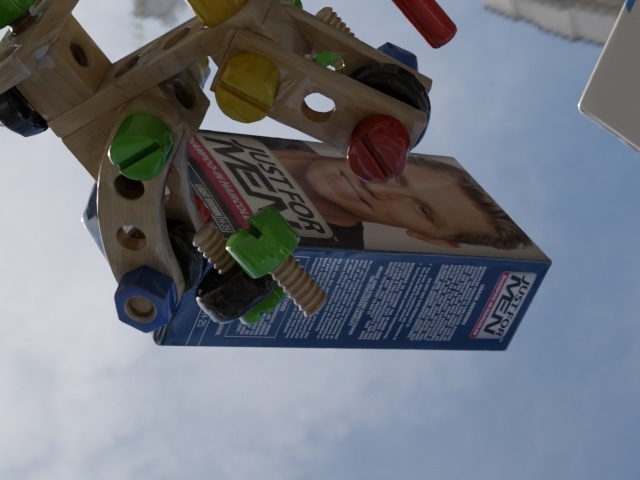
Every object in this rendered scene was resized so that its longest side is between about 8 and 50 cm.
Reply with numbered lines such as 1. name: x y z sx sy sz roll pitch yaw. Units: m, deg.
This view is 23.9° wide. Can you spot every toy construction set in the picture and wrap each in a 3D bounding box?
1. toy construction set: -0.070 -0.120 0.946 0.257 0.237 0.309 -19 -151 53

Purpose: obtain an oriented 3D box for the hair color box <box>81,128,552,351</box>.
1. hair color box: 0.000 0.000 1.248 0.347 0.105 0.174 4 -147 -35

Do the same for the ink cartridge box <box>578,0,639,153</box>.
1. ink cartridge box: 0.487 -0.264 1.607 0.166 0.285 0.395 39 -135 23
